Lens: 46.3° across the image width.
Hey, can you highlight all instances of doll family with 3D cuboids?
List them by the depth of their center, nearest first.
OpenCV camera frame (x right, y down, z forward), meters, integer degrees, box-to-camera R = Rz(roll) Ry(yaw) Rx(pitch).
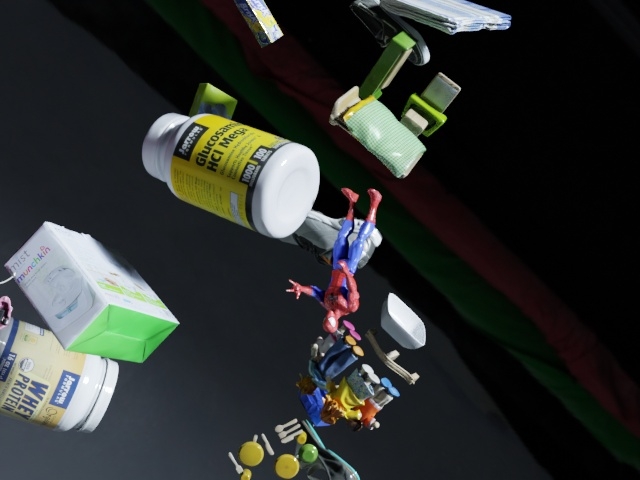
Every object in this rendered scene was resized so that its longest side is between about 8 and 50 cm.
[{"bbox_3d":[0.032,0.300,1.623,0.118,0.163,0.263,23,27,-51],"label":"doll family"}]

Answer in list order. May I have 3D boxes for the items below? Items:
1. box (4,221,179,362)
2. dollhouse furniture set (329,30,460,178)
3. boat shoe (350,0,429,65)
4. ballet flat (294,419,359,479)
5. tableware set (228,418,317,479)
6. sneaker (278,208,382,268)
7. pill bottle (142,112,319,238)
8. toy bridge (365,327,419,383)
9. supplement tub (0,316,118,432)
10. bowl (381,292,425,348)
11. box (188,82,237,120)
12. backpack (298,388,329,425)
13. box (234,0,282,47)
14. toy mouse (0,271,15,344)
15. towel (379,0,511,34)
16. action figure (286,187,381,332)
[{"bbox_3d":[-0.440,0.106,1.470,0.231,0.127,0.262,45,3,22],"label":"box"},{"bbox_3d":[0.169,-0.284,1.526,0.198,0.301,0.151,38,-58,1],"label":"dollhouse furniture set"},{"bbox_3d":[0.158,-0.479,1.730,0.219,0.070,0.078,46,-22,2],"label":"boat shoe"},{"bbox_3d":[-0.010,0.566,1.948,0.280,0.096,0.095,31,-30,55],"label":"ballet flat"},{"bbox_3d":[-0.088,0.408,1.417,0.104,0.154,0.024,62,-2,-6],"label":"tableware set"},{"bbox_3d":[0.000,0.000,1.695,0.272,0.108,0.100,9,-31,33],"label":"sneaker"},{"bbox_3d":[-0.185,-0.142,1.484,0.334,0.188,0.188,22,-27,27],"label":"pill bottle"},{"bbox_3d":[0.187,0.313,2.003,0.188,0.026,0.063,47,23,22],"label":"toy bridge"},{"bbox_3d":[-0.695,0.345,1.878,0.316,0.228,0.228,25,-15,-23],"label":"supplement tub"},{"bbox_3d":[0.213,0.222,1.986,0.142,0.053,0.142,42,21,-10],"label":"bowl"},{"bbox_3d":[-0.298,-0.313,1.983,0.042,0.178,0.109,11,-10,47],"label":"box"},{"bbox_3d":[0.005,0.452,2.118,0.120,0.101,0.098,53,13,28],"label":"backpack"},{"bbox_3d":[-0.186,-0.664,2.218,0.054,0.059,0.169,-11,-63,50],"label":"box"},{"bbox_3d":[-0.599,0.112,1.342,0.161,0.143,0.031,39,-20,4],"label":"toy mouse"},{"bbox_3d":[0.287,-0.517,1.697,0.209,0.285,0.034,31,-57,29],"label":"towel"},{"bbox_3d":[0.029,0.028,1.386,0.092,0.280,0.139,4,-15,34],"label":"action figure"}]
